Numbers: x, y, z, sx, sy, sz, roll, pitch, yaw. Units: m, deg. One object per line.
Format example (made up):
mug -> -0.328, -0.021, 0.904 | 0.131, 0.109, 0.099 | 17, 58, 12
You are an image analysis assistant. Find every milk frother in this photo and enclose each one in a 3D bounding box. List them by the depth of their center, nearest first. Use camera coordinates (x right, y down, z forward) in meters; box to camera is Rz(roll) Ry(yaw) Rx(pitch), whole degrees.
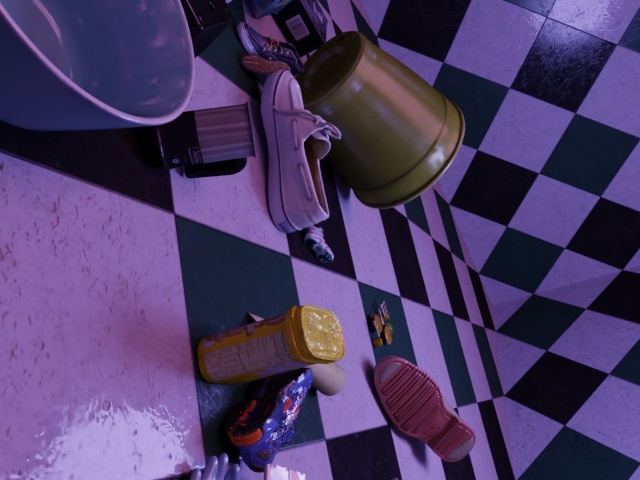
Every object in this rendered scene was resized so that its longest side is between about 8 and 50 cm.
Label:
milk frother -> -0.173, -0.175, 0.864 | 0.129, 0.134, 0.143 | 110, -29, -74

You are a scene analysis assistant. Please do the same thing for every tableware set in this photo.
tableware set -> 0.156, 0.226, 1.481 | 0.154, 0.024, 0.104 | -46, 118, -68

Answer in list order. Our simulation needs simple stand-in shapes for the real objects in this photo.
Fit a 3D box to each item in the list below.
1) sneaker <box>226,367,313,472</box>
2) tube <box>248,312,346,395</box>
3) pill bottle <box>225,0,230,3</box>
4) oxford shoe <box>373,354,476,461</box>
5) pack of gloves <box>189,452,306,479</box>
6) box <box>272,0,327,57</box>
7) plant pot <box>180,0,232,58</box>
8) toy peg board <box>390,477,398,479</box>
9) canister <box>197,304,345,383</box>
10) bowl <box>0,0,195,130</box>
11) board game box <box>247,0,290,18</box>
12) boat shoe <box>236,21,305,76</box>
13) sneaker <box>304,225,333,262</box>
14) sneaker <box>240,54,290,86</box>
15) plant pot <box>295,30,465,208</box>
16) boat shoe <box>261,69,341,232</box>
sneaker -> -0.070, 0.257, 0.855 | 0.221, 0.083, 0.087 | -37, 120, -62
tube -> -0.033, 0.199, 0.985 | 0.240, 0.070, 0.062 | 47, 43, -44
pill bottle -> -0.197, -0.571, 1.115 | 0.153, 0.153, 0.265 | 52, 28, -39
oxford shoe -> 0.234, 0.403, 1.428 | 0.397, 0.140, 0.146 | 52, -3, -29
pack of gloves -> -0.103, 0.390, 0.698 | 0.195, 0.046, 0.232 | 33, 46, -37
box -> -0.056, -0.617, 1.575 | 0.156, 0.093, 0.158 | 54, 26, -37
plant pot -> -0.237, -0.327, 0.798 | 0.188, 0.166, 0.187 | 62, 23, -19
toy peg board -> 0.132, 0.565, 1.090 | 0.160, 0.079, 0.161 | 29, 44, -81
canister -> -0.069, 0.149, 0.797 | 0.126, 0.169, 0.073 | 28, 47, -60
bowl -> -0.291, -0.241, 0.595 | 0.311, 0.163, 0.312 | 49, 32, -45
board game box -> -0.095, -0.670, 1.237 | 0.079, 0.336, 0.254 | -30, 103, -28
boat shoe -> -0.110, -0.437, 1.305 | 0.183, 0.083, 0.065 | 43, 34, -50
sneaker -> 0.000, 0.000, 1.266 | 0.098, 0.038, 0.069 | 52, 29, -40
sneaker -> -0.132, -0.371, 1.269 | 0.118, 0.067, 0.042 | 0, 71, -36
plant pot -> 0.121, -0.329, 1.474 | 0.353, 0.366, 0.367 | 38, 37, -36
boat shoe -> -0.026, -0.204, 1.175 | 0.136, 0.156, 0.367 | 38, 44, -57
